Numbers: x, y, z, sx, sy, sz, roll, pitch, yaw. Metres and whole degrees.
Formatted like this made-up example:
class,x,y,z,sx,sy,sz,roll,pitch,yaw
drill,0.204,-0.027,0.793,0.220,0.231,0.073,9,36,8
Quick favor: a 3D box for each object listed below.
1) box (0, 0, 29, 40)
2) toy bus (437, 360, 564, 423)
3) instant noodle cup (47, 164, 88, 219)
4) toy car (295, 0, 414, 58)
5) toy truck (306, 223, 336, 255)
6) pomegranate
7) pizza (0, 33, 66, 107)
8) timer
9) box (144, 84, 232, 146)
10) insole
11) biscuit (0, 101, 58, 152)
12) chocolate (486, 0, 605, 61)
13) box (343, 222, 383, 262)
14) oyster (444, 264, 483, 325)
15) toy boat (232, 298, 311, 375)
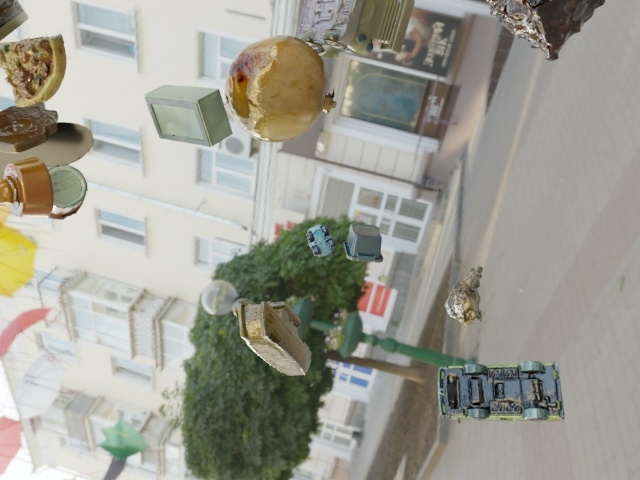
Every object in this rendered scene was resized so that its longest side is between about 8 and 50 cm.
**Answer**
class,x,y,z,sx,sy,sz,roll,pitch,yaw
box,-0.808,-0.522,1.331,0.198,0.084,0.310,-45,22,-9
toy bus,0.412,0.350,1.291,0.150,0.262,0.127,39,-132,-57
instant noodle cup,-0.808,-0.160,1.756,0.212,0.193,0.192,3,75,58
toy car,0.089,-0.670,1.697,0.336,0.227,0.241,31,108,60
toy truck,0.000,0.000,1.326,0.090,0.056,0.073,-164,52,-89
pomegranate,-0.110,-0.424,1.605,0.319,0.320,0.318,15,-90,-84
pizza,-0.844,-0.499,1.627,0.292,0.197,0.058,-41,27,25
timer,-0.647,-0.100,1.157,0.152,0.132,0.131,-13,-55,-44
box,-0.359,-0.339,1.523,0.086,0.225,0.129,-42,-47,-36
insole,-0.717,-0.220,1.416,0.007,0.323,0.109,-70,-37,-77
biscuit,-0.717,-0.272,1.351,0.215,0.182,0.034,-74,-10,-50
chocolate,0.371,-0.386,0.954,0.224,0.206,0.176,24,-109,-39
box,0.089,0.003,1.152,0.099,0.074,0.054,-100,14,-71
oyster,0.313,0.114,1.206,0.345,0.079,0.128,6,-86,-70
toy boat,-0.091,0.208,1.249,0.321,0.089,0.121,56,-152,-54
